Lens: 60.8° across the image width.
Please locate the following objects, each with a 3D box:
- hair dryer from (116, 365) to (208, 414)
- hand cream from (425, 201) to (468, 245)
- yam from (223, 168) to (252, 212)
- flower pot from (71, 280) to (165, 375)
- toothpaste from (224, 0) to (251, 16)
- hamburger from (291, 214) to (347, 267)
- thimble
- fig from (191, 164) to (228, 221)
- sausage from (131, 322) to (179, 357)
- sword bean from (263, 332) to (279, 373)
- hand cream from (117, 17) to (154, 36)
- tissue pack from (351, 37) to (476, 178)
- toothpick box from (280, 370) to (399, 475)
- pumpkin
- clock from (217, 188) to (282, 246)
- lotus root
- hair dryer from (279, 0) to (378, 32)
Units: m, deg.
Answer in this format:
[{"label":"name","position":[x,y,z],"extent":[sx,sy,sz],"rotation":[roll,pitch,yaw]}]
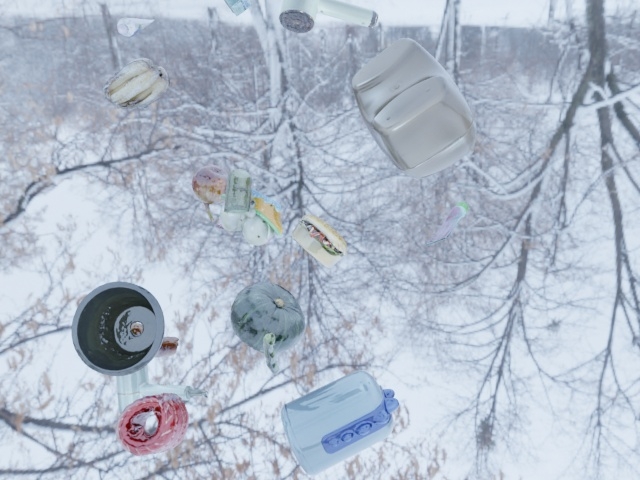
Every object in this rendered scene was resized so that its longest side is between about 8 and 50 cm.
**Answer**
[{"label":"hair dryer","position":[-0.524,0.493,1.827],"extent":[0.358,0.172,0.108],"rotation":[-3,-177,20]},{"label":"hand cream","position":[0.455,-0.059,1.914],"extent":[0.050,0.079,0.275],"rotation":[38,-137,8]},{"label":"yam","position":[-0.212,-0.129,1.417],"extent":[0.070,0.069,0.146],"rotation":[0,-117,5]},{"label":"flower pot","position":[-0.567,0.259,1.610],"extent":[0.269,0.268,0.166],"rotation":[0,170,4]},{"label":"toothpaste","position":[-0.324,-0.806,1.594],"extent":[0.071,0.312,0.089],"rotation":[-37,-178,3]},{"label":"hamburger","position":[0.000,0.000,2.664],"extent":[0.170,0.302,0.302],"rotation":[-48,-152,-1]},{"label":"thimble","position":[-0.493,0.544,1.607],"extent":[0.190,0.163,0.125],"rotation":[-33,158,5]},{"label":"fig","position":[-0.469,-0.211,2.312],"extent":[0.175,0.207,0.175],"rotation":[20,-147,-14]},{"label":"sausage","position":[-0.581,0.348,1.856],"extent":[0.103,0.302,0.076],"rotation":[-41,-112,-3]},{"label":"sword bean","position":[-0.155,0.354,1.706],"extent":[0.043,0.269,0.038],"rotation":[4,-123,1]},{"label":"hand cream","position":[-0.550,-0.629,1.598],"extent":[0.084,0.053,0.142],"rotation":[-2,-152,8]},{"label":"tissue pack","position":[0.267,-0.360,1.547],"extent":[0.268,0.277,0.387],"rotation":[-32,-138,13]},{"label":"toothpick box","position":[0.078,0.562,1.718],"extent":[0.355,0.262,0.263],"rotation":[-26,-157,-2]},{"label":"pumpkin","position":[-0.199,0.295,2.063],"extent":[0.300,0.207,0.300],"rotation":[24,-152,-14]},{"label":"clock","position":[-0.194,-0.067,1.508],"extent":[0.231,0.144,0.103],"rotation":[29,-179,28]},{"label":"lotus root","position":[-0.673,-0.576,2.005],"extent":[0.330,0.167,0.078],"rotation":[-11,-134,38]},{"label":"hair dryer","position":[0.047,-0.815,1.907],"extent":[0.363,0.203,0.128],"rotation":[11,165,-10]}]
